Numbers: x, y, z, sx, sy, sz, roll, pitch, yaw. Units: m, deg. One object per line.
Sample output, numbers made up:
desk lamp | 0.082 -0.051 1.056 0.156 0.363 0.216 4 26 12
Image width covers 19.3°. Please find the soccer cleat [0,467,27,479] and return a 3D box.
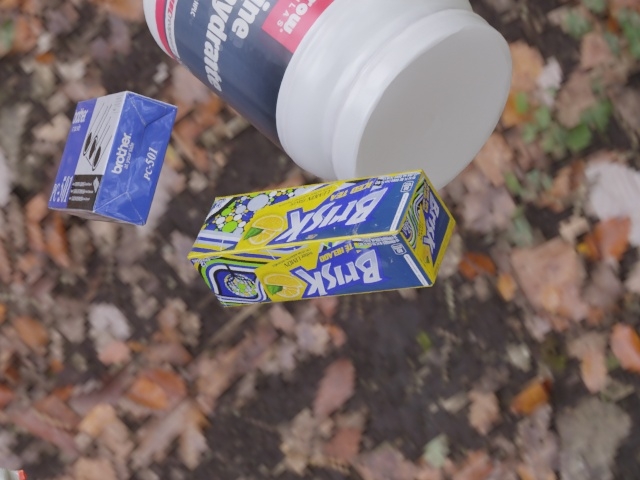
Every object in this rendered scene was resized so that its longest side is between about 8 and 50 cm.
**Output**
soccer cleat | -0.297 0.312 1.847 0.076 0.196 0.068 -19 18 4

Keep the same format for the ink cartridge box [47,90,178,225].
ink cartridge box | -0.171 -0.065 1.521 0.207 0.046 0.097 -176 102 -73

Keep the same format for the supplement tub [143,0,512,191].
supplement tub | 0.003 -0.168 1.526 0.191 0.191 0.272 -45 57 -7

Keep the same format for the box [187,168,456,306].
box | 0.000 0.000 1.242 0.169 0.054 0.059 -7 44 34
